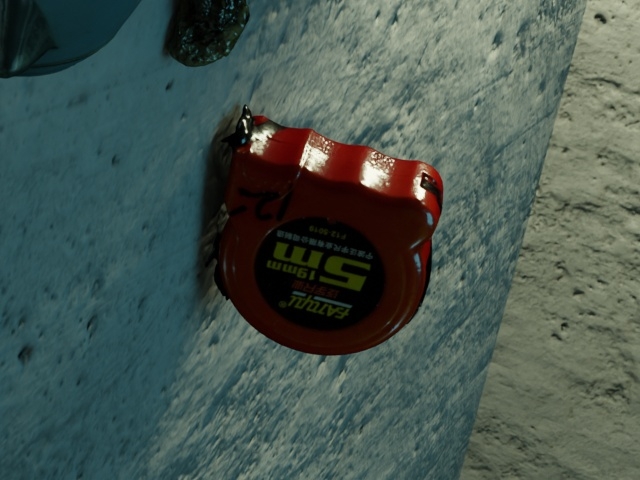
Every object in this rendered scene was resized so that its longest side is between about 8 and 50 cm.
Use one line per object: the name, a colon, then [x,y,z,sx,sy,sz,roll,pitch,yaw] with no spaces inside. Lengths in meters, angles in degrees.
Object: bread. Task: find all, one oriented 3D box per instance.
bread: [-0.100,-0.221,1.603,0.082,0.060,0.113,-39,144,-54]

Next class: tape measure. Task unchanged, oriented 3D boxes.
tape measure: [0.001,0.000,1.860,0.114,0.253,0.260,-72,177,-57]

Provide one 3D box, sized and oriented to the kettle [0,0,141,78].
kettle: [-0.179,-0.282,1.082,0.319,0.247,0.342,-89,-171,-47]
